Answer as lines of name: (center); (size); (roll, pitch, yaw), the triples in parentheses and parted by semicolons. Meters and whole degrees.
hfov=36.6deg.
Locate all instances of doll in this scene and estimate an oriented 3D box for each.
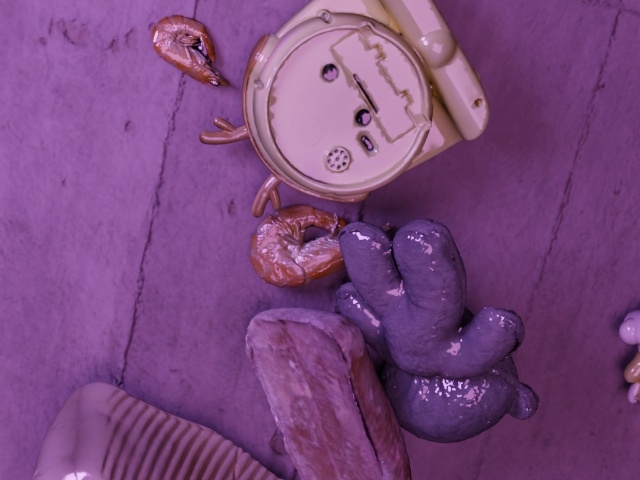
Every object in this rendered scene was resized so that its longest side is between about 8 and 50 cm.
doll: (0.449, 0.157, 1.284); (0.106, 0.062, 0.162); (-20, 107, -6)
doll: (0.143, 0.098, 1.170); (0.246, 0.158, 0.340); (-3, 120, 35)

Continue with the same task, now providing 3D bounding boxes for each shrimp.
shrimp: (-0.143, -0.218, 1.110); (0.108, 0.023, 0.059); (30, 92, -16)
shrimp: (0.000, 0.000, 1.193); (0.180, 0.041, 0.099); (-14, 94, -2)

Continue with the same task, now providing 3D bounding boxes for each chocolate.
chocolate: (0.023, 0.208, 1.199); (0.100, 0.185, 0.303); (-36, 115, -33)

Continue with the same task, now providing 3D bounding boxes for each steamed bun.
steamed bun: (-0.198, 0.370, 1.169); (0.383, 0.247, 0.236); (36, 110, -22)

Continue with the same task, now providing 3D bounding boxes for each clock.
clock: (0.020, -0.152, 1.113); (0.308, 0.096, 0.235); (-34, 109, 4)
